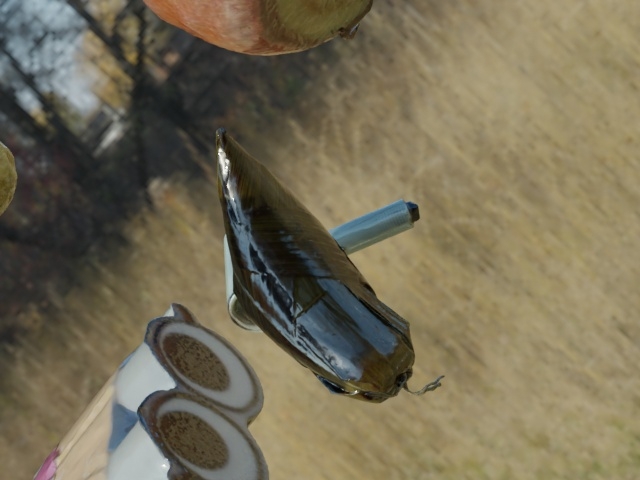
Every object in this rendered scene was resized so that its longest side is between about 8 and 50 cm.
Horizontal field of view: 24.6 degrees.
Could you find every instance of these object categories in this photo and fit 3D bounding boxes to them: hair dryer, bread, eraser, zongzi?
[{"bbox_3d":[0.000,0.000,1.634,0.236,0.073,0.131,-25,38,14],"label":"hair dryer"},{"bbox_3d":[-0.036,-0.219,1.016,0.190,0.123,0.244,-58,-18,-13],"label":"bread"},{"bbox_3d":[-0.143,0.189,0.830,0.290,0.087,0.171,-51,23,22],"label":"eraser"},{"bbox_3d":[-0.009,0.033,1.422,0.111,0.241,0.247,-37,48,-17],"label":"zongzi"}]

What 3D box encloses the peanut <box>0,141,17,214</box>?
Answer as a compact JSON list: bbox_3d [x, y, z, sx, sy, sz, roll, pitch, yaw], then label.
[{"bbox_3d":[-0.367,0.004,1.433,0.103,0.098,0.230,5,-77,-58],"label":"peanut"}]
